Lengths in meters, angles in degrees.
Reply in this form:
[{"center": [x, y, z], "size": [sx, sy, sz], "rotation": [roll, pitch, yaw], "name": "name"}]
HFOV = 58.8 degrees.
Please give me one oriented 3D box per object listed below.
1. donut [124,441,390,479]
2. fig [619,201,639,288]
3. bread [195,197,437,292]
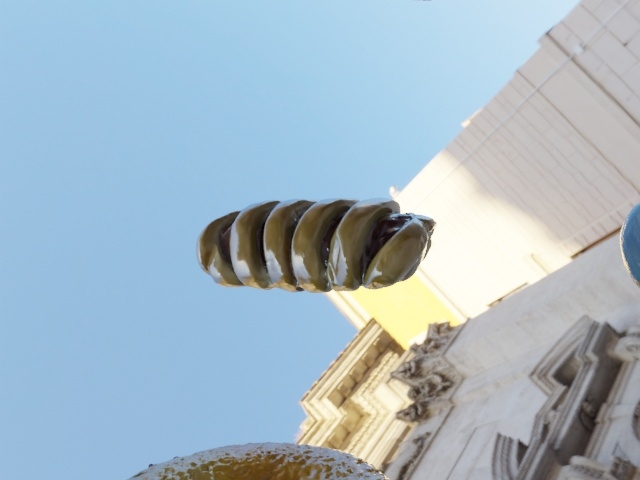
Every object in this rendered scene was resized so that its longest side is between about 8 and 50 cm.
[{"center": [-0.054, 0.235, 0.398], "size": [0.303, 0.303, 0.110], "rotation": [-4, -89, -27], "name": "donut"}, {"center": [0.380, 0.030, 0.589], "size": [0.117, 0.117, 0.177], "rotation": [21, -132, -13], "name": "fig"}, {"center": [0.000, 0.000, 0.526], "size": [0.134, 0.225, 0.081], "rotation": [-15, -78, -60], "name": "bread"}]
